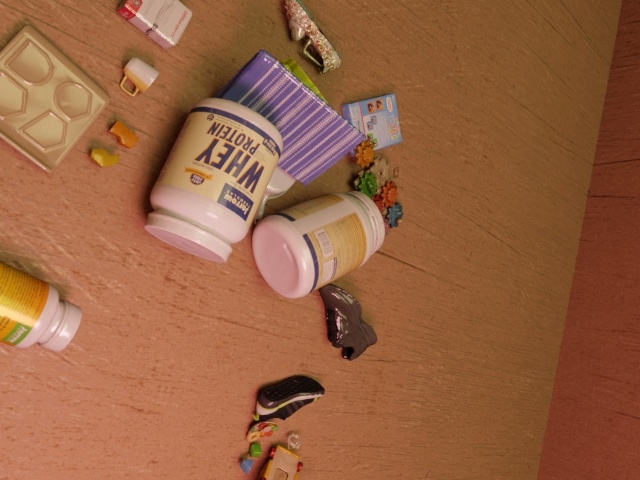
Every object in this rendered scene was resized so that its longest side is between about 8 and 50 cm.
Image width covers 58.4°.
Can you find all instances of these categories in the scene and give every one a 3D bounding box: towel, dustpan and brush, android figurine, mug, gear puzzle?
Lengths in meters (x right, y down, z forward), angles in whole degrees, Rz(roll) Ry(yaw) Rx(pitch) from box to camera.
[{"bbox_3d":[-0.087,-0.296,1.426,0.336,0.243,0.040,35,42,-25],"label":"towel"},{"bbox_3d":[-0.139,-0.145,1.543,0.147,0.060,0.211,21,73,-29],"label":"dustpan and brush"},{"bbox_3d":[-0.030,-0.376,1.499,0.056,0.248,0.273,-38,165,8],"label":"android figurine"},{"bbox_3d":[-0.410,-0.370,1.283,0.064,0.062,0.078,39,62,-27],"label":"mug"},{"bbox_3d":[0.186,-0.165,1.793,0.175,0.044,0.339,-41,125,-31],"label":"gear puzzle"}]

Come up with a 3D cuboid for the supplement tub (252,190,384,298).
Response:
[{"bbox_3d":[0.000,0.000,1.550,0.316,0.228,0.228,-24,108,-37],"label":"supplement tub"}]

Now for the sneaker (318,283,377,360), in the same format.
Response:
[{"bbox_3d":[0.066,0.248,1.713,0.130,0.109,0.286,-44,118,-23],"label":"sneaker"}]

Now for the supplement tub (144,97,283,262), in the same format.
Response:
[{"bbox_3d":[-0.246,-0.135,1.323,0.235,0.235,0.325,32,72,-38],"label":"supplement tub"}]

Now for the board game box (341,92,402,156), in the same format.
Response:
[{"bbox_3d":[0.165,-0.364,1.790,0.211,0.039,0.160,-22,108,-36],"label":"board game box"}]

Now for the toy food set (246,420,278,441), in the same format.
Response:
[{"bbox_3d":[-0.158,0.519,1.562,0.083,0.020,0.083,7,130,-32],"label":"toy food set"}]

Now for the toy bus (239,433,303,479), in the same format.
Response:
[{"bbox_3d":[-0.124,0.658,1.573,0.202,0.191,0.104,0,136,-40],"label":"toy bus"}]

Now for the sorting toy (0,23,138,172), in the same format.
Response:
[{"bbox_3d":[-0.545,-0.258,1.191,0.307,0.041,0.229,44,61,-34],"label":"sorting toy"}]

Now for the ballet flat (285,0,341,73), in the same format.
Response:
[{"bbox_3d":[-0.031,-0.561,1.583,0.077,0.091,0.241,-46,119,-3],"label":"ballet flat"}]

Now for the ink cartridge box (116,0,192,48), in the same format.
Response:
[{"bbox_3d":[-0.376,-0.519,1.301,0.135,0.056,0.099,35,71,-36],"label":"ink cartridge box"}]

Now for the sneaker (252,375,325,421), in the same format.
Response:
[{"bbox_3d":[-0.094,0.454,1.620,0.234,0.084,0.097,-1,118,-40],"label":"sneaker"}]

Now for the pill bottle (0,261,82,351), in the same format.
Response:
[{"bbox_3d":[-0.599,0.125,1.103,0.245,0.136,0.136,36,70,-37],"label":"pill bottle"}]
